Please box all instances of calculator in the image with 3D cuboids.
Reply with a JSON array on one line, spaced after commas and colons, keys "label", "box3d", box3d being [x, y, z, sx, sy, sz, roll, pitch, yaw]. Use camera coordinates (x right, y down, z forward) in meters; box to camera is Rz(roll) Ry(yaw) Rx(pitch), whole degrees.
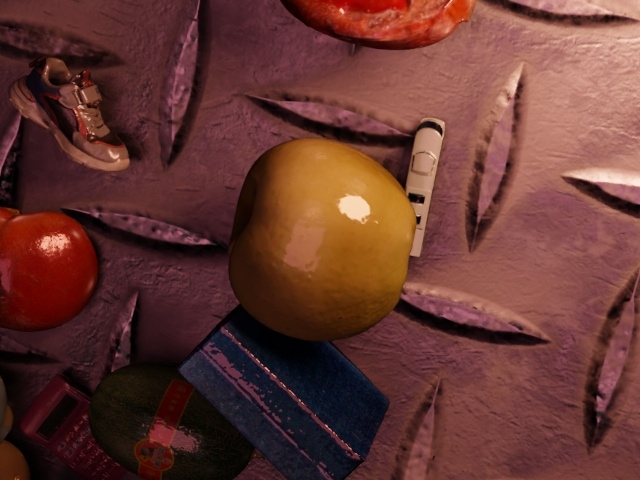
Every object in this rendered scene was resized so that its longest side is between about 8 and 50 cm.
[{"label": "calculator", "box3d": [-0.393, 0.319, 2.044, 0.190, 0.034, 0.127, 40, 105, -4]}]

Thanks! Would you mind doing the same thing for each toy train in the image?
[{"label": "toy train", "box3d": [0.148, -0.081, 1.847, 0.043, 0.047, 0.208, 12, 104, 8]}]

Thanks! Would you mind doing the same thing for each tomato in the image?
[{"label": "tomato", "box3d": [-0.481, 0.054, 1.956, 0.233, 0.139, 0.201, 1, 107, 11]}, {"label": "tomato", "box3d": [0.087, -0.366, 1.746, 0.308, 0.170, 0.309, -10, 63, 20]}]

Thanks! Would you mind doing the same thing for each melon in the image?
[{"label": "melon", "box3d": [-0.221, 0.292, 1.927, 0.287, 0.182, 0.182, 15, 103, 6]}]

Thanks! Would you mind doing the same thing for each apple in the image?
[{"label": "apple", "box3d": [0.000, 0.000, 1.771, 0.254, 0.292, 0.292, 11, 103, -10]}]

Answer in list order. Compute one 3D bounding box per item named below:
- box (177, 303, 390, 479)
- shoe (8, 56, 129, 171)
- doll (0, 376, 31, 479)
[{"label": "box", "box3d": [-0.047, 0.216, 1.832, 0.279, 0.261, 0.116, 45, 108, 0]}, {"label": "shoe", "box3d": [-0.368, -0.206, 1.902, 0.227, 0.099, 0.125, 38, 108, 7]}, {"label": "doll", "box3d": [-0.571, 0.347, 2.013, 0.177, 0.161, 0.261, -13, 107, -19]}]
